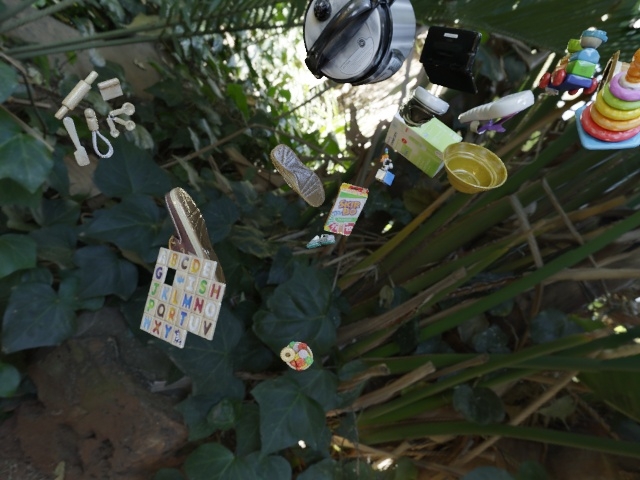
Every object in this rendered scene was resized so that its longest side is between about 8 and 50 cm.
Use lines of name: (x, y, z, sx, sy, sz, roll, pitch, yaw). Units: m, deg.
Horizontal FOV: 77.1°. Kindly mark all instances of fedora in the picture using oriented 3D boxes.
fedora: (0.982, -0.524, 1.334, 0.079, 0.194, 0.194, 17, 0, 22)

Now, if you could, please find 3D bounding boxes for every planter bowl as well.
planter bowl: (0.493, -0.222, 1.336, 0.090, 0.217, 0.217, 105, -30, -52)

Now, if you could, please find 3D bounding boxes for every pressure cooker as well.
pressure cooker: (0.134, -0.798, 1.547, 0.420, 0.375, 0.370, -37, 140, -50)

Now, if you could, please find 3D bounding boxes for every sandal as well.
sandal: (0.540, -0.383, 1.264, 0.416, 0.169, 0.102, -54, 125, -72)

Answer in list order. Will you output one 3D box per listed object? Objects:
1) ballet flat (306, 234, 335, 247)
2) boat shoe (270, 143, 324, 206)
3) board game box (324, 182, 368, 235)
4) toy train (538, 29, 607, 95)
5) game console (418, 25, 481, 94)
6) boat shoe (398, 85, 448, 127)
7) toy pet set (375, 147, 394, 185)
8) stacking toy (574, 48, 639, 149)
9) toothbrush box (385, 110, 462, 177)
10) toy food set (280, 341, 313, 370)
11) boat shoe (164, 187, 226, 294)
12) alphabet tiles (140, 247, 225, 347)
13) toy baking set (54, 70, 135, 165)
ballet flat: (0.000, 0.000, 1.467, 0.041, 0.114, 0.041, 41, 43, -54)
boat shoe: (-0.108, -0.303, 1.912, 0.341, 0.121, 0.110, 53, -20, -12)
board game box: (0.113, -0.134, 1.787, 0.124, 0.259, 0.039, 13, 39, -12)
toy train: (0.685, -0.486, 1.116, 0.105, 0.143, 0.248, 16, 18, 2)
game console: (0.272, -0.368, 0.820, 0.071, 0.107, 0.122, -9, 32, -41)
boat shoe: (0.336, -0.433, 1.349, 0.121, 0.119, 0.335, 31, 18, -5)
toy pet set: (0.264, -0.279, 1.560, 0.065, 0.114, 0.122, 24, 0, 12)
stacking toy: (0.848, -0.408, 1.117, 0.302, 0.165, 0.175, 62, 31, -59)
toothbrush box: (0.444, -0.443, 1.769, 0.283, 0.122, 0.206, 42, -15, 10)
toy food set: (-0.061, 0.314, 1.094, 0.083, 0.082, 0.020, 51, 15, 1)
boat shoe: (-0.378, 0.023, 1.136, 0.123, 0.123, 0.342, -104, 179, -62)
alphabet tiles: (-0.308, 0.130, 0.892, 0.009, 0.237, 0.198, 19, 83, -56)
toy baking set: (-0.637, -0.342, 1.145, 0.030, 0.256, 0.197, 27, -16, 33)
